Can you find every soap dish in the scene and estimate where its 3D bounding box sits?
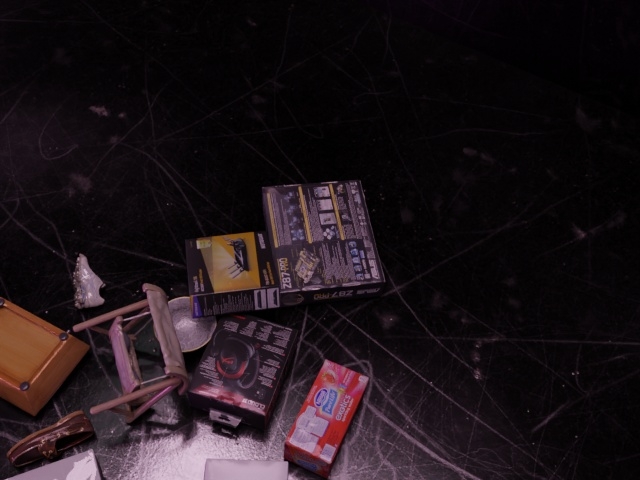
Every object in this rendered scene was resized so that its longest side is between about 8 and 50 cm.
[{"bbox_3d":[-0.800,0.293,1.949,0.291,0.118,0.229,25,57,12],"label":"soap dish"}]

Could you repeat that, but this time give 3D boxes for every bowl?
[{"bbox_3d":[-0.370,0.248,2.039,0.170,0.080,0.170,2,55,-3],"label":"bowl"}]

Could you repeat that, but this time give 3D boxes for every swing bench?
[{"bbox_3d":[-0.461,0.289,1.885,0.255,0.165,0.253,-29,60,13],"label":"swing bench"}]

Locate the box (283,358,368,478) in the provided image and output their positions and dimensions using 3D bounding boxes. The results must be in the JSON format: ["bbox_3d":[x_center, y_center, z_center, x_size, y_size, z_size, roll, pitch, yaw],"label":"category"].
[{"bbox_3d":[0.016,0.455,1.897,0.128,0.122,0.257,22,56,10],"label":"box"}]

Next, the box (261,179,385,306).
[{"bbox_3d":[0.000,0.000,2.237,0.318,0.097,0.395,-5,55,-10],"label":"box"}]

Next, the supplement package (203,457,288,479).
[{"bbox_3d":[-0.174,0.614,1.720,0.194,0.203,0.149,4,55,-3],"label":"supplement package"}]

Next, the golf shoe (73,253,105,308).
[{"bbox_3d":[-0.665,0.119,2.129,0.086,0.069,0.176,3,55,-27],"label":"golf shoe"}]

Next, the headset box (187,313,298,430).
[{"bbox_3d":[-0.207,0.351,1.960,0.218,0.110,0.293,16,55,7],"label":"headset box"}]

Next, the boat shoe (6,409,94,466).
[{"bbox_3d":[-0.669,0.503,1.838,0.207,0.073,0.073,-29,60,-22],"label":"boat shoe"}]

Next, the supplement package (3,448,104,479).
[{"bbox_3d":[-0.573,0.647,1.664,0.204,0.145,0.262,-16,58,-17],"label":"supplement package"}]

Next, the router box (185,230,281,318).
[{"bbox_3d":[-0.253,0.090,2.090,0.243,0.081,0.309,-7,31,-10],"label":"router box"}]
